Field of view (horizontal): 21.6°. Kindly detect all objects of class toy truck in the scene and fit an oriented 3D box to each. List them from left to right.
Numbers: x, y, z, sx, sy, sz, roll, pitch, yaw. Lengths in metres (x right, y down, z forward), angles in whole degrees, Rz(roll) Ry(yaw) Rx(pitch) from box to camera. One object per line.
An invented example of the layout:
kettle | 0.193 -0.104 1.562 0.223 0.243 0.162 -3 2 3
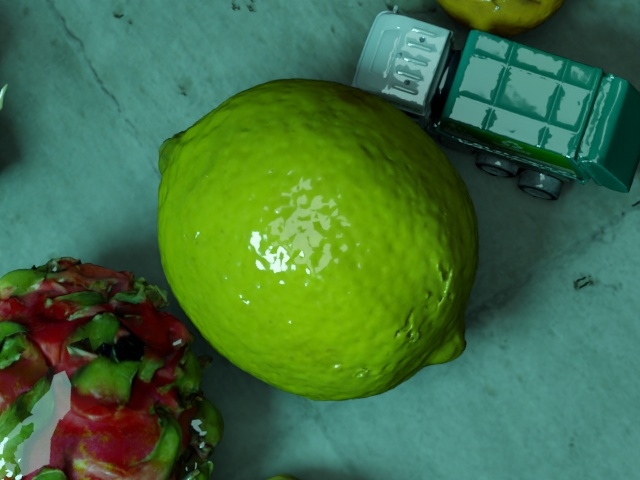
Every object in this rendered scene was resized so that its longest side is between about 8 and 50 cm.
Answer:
toy truck | 0.151 -0.116 1.413 0.253 0.124 0.114 19 82 3

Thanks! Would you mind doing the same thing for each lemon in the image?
lemon | -0.001 -0.001 1.340 0.267 0.267 0.267 0 83 3

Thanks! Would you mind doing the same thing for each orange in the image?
orange | 0.156 -0.238 1.430 0.135 0.117 0.136 -8 63 15

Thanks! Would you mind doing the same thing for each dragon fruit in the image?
dragon fruit | -0.207 0.166 1.346 0.231 0.237 0.303 15 101 48

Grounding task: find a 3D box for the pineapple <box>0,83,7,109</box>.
pineapple | -0.359 -0.149 1.411 0.262 0.262 0.272 -27 93 0

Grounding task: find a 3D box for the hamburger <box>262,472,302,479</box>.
hamburger | -0.039 0.267 1.369 0.083 0.138 0.147 40 79 -31
